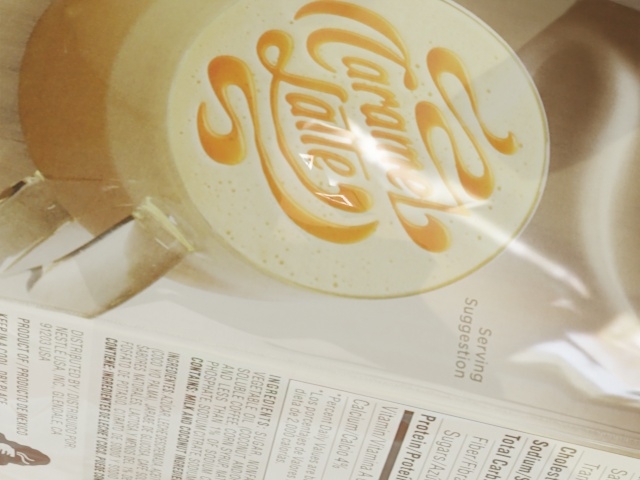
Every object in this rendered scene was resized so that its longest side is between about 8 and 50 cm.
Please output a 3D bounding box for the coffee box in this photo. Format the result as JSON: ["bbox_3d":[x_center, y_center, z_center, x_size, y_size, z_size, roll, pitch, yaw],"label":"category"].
[{"bbox_3d":[0.000,0.000,0.401,0.246,0.141,0.098,12,143,-2],"label":"coffee box"}]
